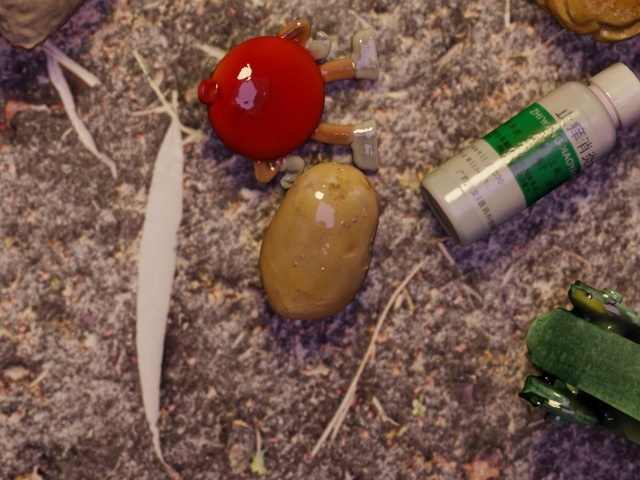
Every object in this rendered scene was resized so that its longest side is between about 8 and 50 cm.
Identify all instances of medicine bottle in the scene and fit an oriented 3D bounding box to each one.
[{"bbox_3d":[0.237,-0.098,1.914,0.260,0.095,0.095,-35,104,-6],"label":"medicine bottle"}]

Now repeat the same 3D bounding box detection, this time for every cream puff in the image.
[{"bbox_3d":[0.302,-0.311,1.876,0.189,0.129,0.189,-9,112,-24],"label":"cream puff"}]

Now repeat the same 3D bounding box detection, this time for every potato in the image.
[{"bbox_3d":[0.000,0.000,1.869,0.118,0.109,0.178,17,108,-8],"label":"potato"}]

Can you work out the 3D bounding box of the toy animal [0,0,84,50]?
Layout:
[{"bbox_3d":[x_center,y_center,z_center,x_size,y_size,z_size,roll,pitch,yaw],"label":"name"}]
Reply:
[{"bbox_3d":[-0.281,-0.367,1.719,0.226,0.188,0.358,14,96,-3],"label":"toy animal"}]

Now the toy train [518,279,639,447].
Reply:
[{"bbox_3d":[0.391,0.180,1.859,0.253,0.397,0.160,25,91,-34],"label":"toy train"}]

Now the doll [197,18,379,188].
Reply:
[{"bbox_3d":[-0.038,-0.143,1.859,0.217,0.085,0.183,-6,104,-28],"label":"doll"}]
